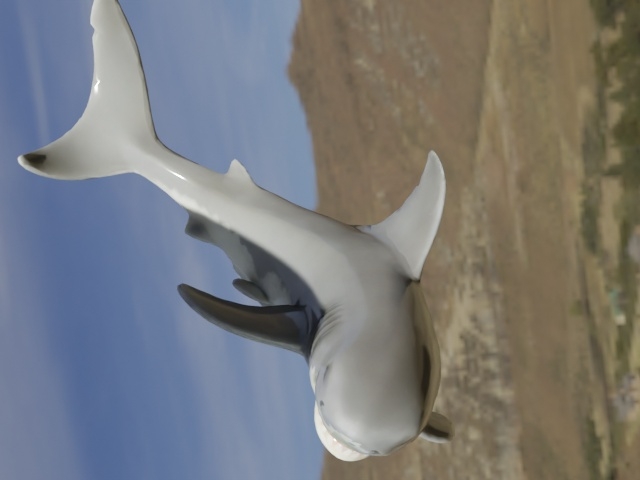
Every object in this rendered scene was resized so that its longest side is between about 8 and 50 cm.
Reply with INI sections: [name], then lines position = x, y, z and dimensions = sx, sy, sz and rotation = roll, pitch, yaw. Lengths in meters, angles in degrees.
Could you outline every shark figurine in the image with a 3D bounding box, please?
[shark figurine]
position = -0.003, -0.009, 0.587
dimensions = 0.166, 0.116, 0.278
rotation = 22, -163, -50
